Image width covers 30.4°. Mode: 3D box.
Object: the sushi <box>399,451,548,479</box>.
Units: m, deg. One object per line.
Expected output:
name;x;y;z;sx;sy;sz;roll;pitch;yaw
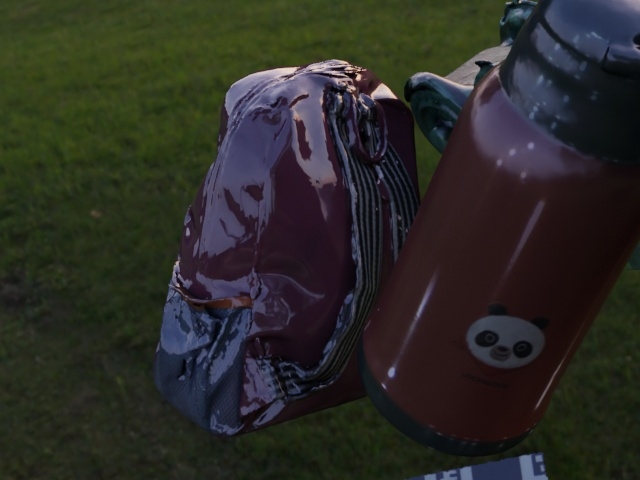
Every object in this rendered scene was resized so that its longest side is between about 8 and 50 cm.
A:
sushi;0.279;0.583;2.036;0.296;0.100;0.373;-12;59;9

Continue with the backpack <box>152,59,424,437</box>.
backpack;0.000;0.000;1.052;0.197;0.317;0.283;22;21;41

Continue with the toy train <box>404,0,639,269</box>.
toy train;0.215;-0.094;1.011;0.167;0.238;0.299;-41;13;-17

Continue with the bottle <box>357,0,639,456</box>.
bottle;0.138;-0.014;0.758;0.144;0.336;0.144;13;40;-11
